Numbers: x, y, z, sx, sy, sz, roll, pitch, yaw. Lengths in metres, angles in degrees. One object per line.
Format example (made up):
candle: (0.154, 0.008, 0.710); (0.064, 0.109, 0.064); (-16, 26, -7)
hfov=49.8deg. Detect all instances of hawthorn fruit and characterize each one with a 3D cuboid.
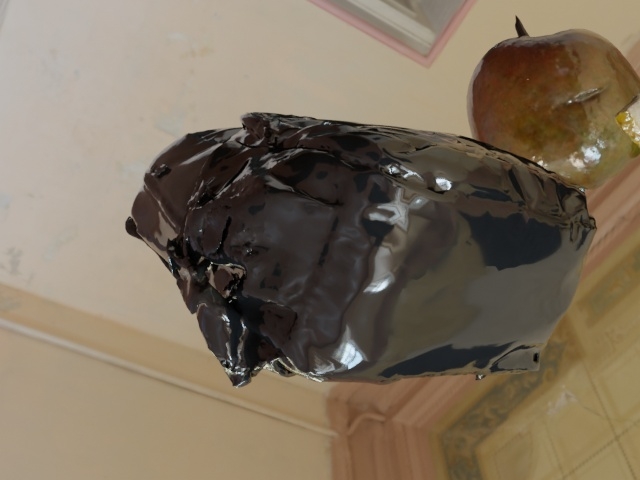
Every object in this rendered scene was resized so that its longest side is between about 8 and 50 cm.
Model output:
hawthorn fruit: (0.357, -0.214, 1.093); (0.267, 0.301, 0.268); (-27, 177, -2)

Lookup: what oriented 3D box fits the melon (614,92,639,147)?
melon: (0.346, -0.062, 0.638); (0.098, 0.182, 0.054); (-38, -176, -38)

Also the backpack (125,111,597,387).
backpack: (0.000, 0.000, 0.674); (0.445, 0.363, 0.255); (25, -75, 52)
